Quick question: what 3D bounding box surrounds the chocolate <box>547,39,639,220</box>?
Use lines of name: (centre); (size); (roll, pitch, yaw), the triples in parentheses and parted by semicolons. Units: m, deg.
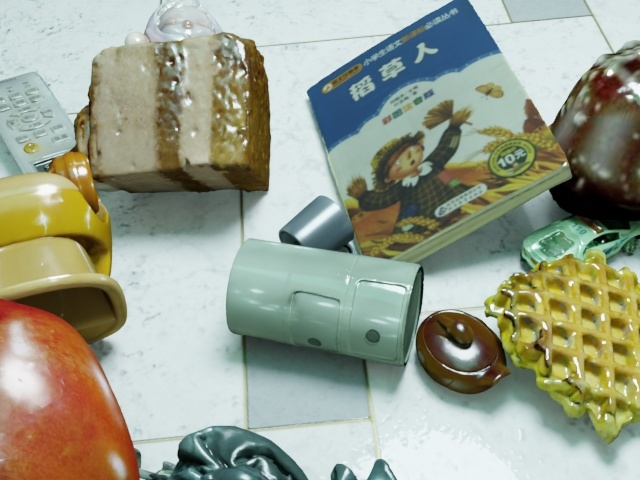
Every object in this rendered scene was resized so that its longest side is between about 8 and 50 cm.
chocolate: (0.469, -0.170, 1.153); (0.340, 0.210, 0.225); (-13, 32, -17)

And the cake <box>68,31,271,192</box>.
cake: (-0.220, -0.169, 1.226); (0.293, 0.196, 0.198); (-4, 86, 6)

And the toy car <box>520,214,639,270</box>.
toy car: (0.354, -0.008, 1.152); (0.186, 0.058, 0.093); (-25, 48, -18)

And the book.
book: (0.149, -0.166, 1.249); (0.300, 0.039, 0.427); (-30, 45, 14)

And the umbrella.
umbrella: (-0.077, 0.273, 0.895); (0.349, 0.094, 0.143); (12, 44, 18)

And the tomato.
tomato: (-0.343, 0.221, 0.823); (0.325, 0.289, 0.293); (-38, 56, -18)

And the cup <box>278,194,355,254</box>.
cup: (0.000, 0.000, 1.169); (0.077, 0.078, 0.100); (-39, 85, -22)

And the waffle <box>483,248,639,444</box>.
waffle: (0.331, 0.114, 1.020); (0.238, 0.058, 0.243); (-27, 62, -32)

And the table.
table: (0.008, 0.073, 1.054); (0.220, 0.126, 0.126); (10, 48, 14)

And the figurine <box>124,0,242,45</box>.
figurine: (-0.223, -0.298, 1.428); (0.200, 0.133, 0.275); (-1, 50, -13)

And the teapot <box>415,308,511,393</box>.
teapot: (0.171, 0.129, 1.021); (0.098, 0.078, 0.129); (-28, 51, -20)

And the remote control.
remote control: (-0.455, -0.169, 1.378); (0.109, 0.055, 0.313); (-23, 53, -25)

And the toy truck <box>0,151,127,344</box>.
toy truck: (-0.354, 0.021, 1.051); (0.204, 0.288, 0.211); (-13, 71, -15)
